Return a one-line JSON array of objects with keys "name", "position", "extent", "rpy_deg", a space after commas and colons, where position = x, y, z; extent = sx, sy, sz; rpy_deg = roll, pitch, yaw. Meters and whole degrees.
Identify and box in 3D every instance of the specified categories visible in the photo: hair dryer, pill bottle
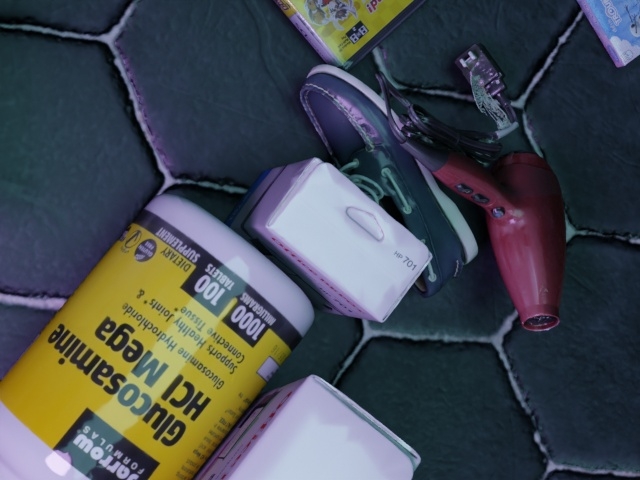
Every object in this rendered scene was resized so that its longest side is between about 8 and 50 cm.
[{"name": "hair dryer", "position": [0.156, -0.044, 1.109], "extent": [0.223, 0.080, 0.293], "rpy_deg": [-29, 89, -47]}, {"name": "pill bottle", "position": [-0.173, 0.137, 1.003], "extent": [0.188, 0.188, 0.334], "rpy_deg": [40, 81, -12]}]

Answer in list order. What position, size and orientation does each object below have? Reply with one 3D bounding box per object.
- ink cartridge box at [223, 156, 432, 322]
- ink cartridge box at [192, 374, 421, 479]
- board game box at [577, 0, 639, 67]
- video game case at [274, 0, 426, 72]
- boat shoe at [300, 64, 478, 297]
[{"name": "ink cartridge box", "position": [0.000, 0.000, 1.048], "extent": [0.139, 0.190, 0.082], "rpy_deg": [40, 81, -12]}, {"name": "ink cartridge box", "position": [-0.053, 0.235, 0.972], "extent": [0.117, 0.278, 0.201], "rpy_deg": [40, 71, -3]}, {"name": "board game box", "position": [0.336, -0.250, 1.226], "extent": [0.090, 0.020, 0.090], "rpy_deg": [-36, 100, -11]}, {"name": "video game case", "position": [0.038, -0.347, 1.135], "extent": [0.275, 0.035, 0.248], "rpy_deg": [-43, 101, -12]}, {"name": "boat shoe", "position": [0.055, -0.056, 1.116], "extent": [0.079, 0.095, 0.254], "rpy_deg": [-44, 110, -22]}]
